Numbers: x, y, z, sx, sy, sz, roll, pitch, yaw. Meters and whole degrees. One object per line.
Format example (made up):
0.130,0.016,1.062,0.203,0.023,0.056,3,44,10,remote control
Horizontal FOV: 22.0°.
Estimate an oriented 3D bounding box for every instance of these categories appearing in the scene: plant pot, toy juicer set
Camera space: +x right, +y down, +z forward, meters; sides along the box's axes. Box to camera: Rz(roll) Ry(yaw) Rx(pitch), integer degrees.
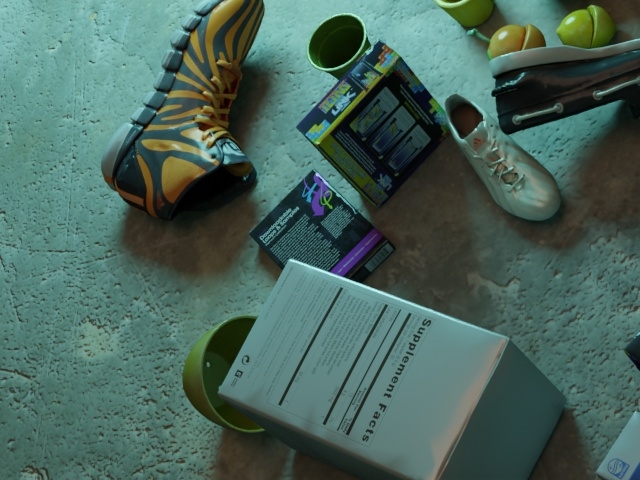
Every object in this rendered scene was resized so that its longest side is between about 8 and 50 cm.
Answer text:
0.037,-0.227,2.045,0.083,0.079,0.083,-14,57,23,plant pot
0.303,-0.328,1.938,0.329,0.089,0.209,-35,52,9,toy juicer set
-0.107,0.157,1.900,0.095,0.134,0.134,-13,55,53,plant pot

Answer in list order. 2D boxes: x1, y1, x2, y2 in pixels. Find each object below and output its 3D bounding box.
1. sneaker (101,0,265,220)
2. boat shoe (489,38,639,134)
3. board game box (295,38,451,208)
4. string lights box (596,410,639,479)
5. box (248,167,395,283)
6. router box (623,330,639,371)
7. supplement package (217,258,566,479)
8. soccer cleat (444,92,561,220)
-0.130,-0.162,2.097,0.180,0.124,0.321,33,95,34,sneaker
0.342,-0.179,1.830,0.302,0.114,0.091,-8,89,17,boat shoe
0.067,-0.133,1.918,0.141,0.170,0.048,-46,53,0,board game box
0.398,0.266,1.526,0.259,0.133,0.077,29,81,38,string lights box
0.000,0.000,1.975,0.116,0.029,0.162,-45,52,1,box
0.492,0.074,1.611,0.309,0.081,0.243,-49,51,-2,router box
0.077,0.165,1.742,0.293,0.177,0.175,20,75,36,supplement package
0.201,-0.094,1.877,0.068,0.076,0.196,-41,52,4,soccer cleat
